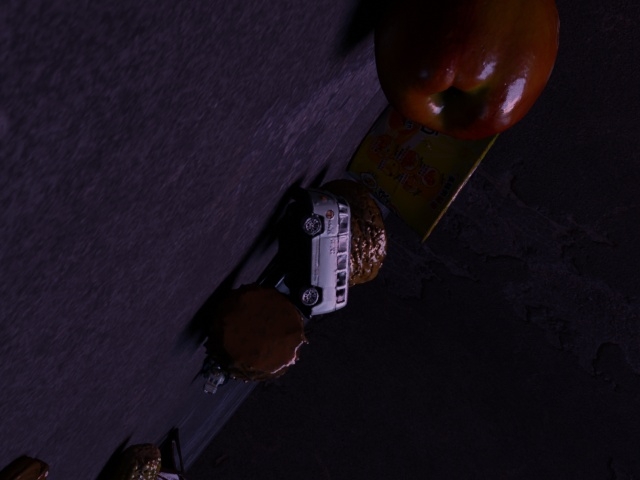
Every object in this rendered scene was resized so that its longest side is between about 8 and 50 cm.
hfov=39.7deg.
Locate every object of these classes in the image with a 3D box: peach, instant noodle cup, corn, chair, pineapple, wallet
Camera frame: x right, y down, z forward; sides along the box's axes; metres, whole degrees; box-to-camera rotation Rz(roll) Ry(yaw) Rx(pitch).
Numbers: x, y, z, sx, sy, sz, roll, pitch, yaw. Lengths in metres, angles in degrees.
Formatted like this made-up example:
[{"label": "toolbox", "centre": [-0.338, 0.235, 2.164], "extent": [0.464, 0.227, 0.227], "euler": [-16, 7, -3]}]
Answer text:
[{"label": "peach", "centre": [0.161, -0.237, 0.991], "extent": [0.243, 0.199, 0.243], "euler": [-6, 96, -63]}, {"label": "instant noodle cup", "centre": [0.190, -0.156, 1.698], "extent": [0.264, 0.200, 0.264], "euler": [-54, 175, -7]}, {"label": "corn", "centre": [-0.365, 0.469, 1.544], "extent": [0.320, 0.097, 0.097], "euler": [-57, 174, 27]}, {"label": "chair", "centre": [-0.359, 0.531, 1.870], "extent": [0.176, 0.183, 0.326], "euler": [-55, -141, 11]}, {"label": "pineapple", "centre": [-0.127, 0.162, 1.410], "extent": [0.158, 0.158, 0.278], "euler": [-51, -175, -24]}, {"label": "wallet", "centre": [-0.041, 0.039, 1.789], "extent": [0.191, 0.046, 0.379], "euler": [-52, 175, 0]}]

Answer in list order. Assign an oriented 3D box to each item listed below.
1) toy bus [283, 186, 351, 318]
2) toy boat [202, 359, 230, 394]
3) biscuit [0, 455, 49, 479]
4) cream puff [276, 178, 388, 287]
[{"label": "toy bus", "centre": [-0.001, 0.014, 1.331], "extent": [0.087, 0.089, 0.194], "euler": [-141, -131, -61]}, {"label": "toy boat", "centre": [-0.208, 0.270, 1.752], "extent": [0.066, 0.059, 0.140], "euler": [-64, -179, -25]}, {"label": "biscuit", "centre": [-0.335, 0.282, 0.941], "extent": [0.124, 0.026, 0.175], "euler": [-52, 174, -6]}, {"label": "cream puff", "centre": [0.000, 0.000, 1.452], "extent": [0.169, 0.183, 0.183], "euler": [-19, 155, -33]}]
